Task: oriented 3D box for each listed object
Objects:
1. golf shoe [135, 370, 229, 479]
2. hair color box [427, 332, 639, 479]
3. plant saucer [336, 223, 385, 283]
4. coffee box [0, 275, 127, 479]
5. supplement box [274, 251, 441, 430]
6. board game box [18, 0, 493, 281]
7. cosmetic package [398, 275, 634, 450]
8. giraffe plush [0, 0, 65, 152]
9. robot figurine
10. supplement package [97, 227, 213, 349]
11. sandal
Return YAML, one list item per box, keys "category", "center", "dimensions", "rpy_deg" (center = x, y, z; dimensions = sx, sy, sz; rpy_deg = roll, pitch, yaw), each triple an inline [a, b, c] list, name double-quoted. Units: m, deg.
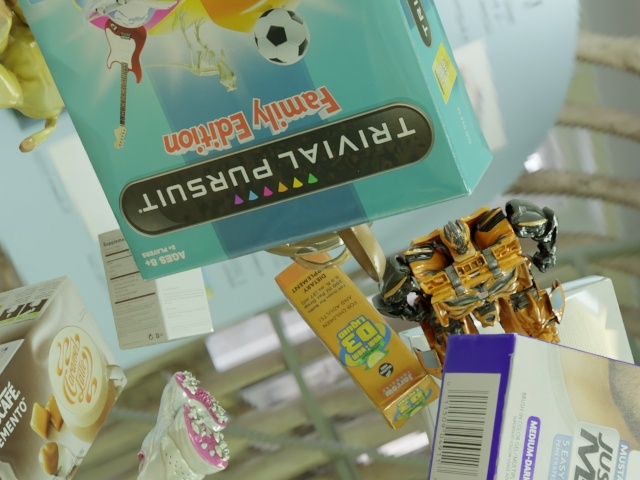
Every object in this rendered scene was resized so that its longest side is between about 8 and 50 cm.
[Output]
- category: "golf shoe"
  center: [-0.212, 0.283, 2.089]
  dimensions: [0.115, 0.140, 0.306]
  rpy_deg: [48, 5, -10]
- category: "hair color box"
  center: [0.266, 0.207, 1.332]
  dimensions: [0.110, 0.339, 0.185]
  rpy_deg: [-6, -108, 57]
- category: "plant saucer"
  center: [0.028, -0.004, 1.126]
  dimensions: [0.083, 0.015, 0.083]
  rpy_deg: [55, -7, 9]
- category: "coffee box"
  center: [-0.294, 0.164, 1.377]
  dimensions: [0.141, 0.098, 0.246]
  rpy_deg: [65, 26, -24]
- category: "supplement box"
  center: [0.044, 0.115, 1.737]
  dimensions: [0.233, 0.078, 0.080]
  rpy_deg: [49, -5, 29]
- category: "board game box"
  center: [-0.064, -0.161, 0.953]
  dimensions: [0.336, 0.254, 0.079]
  rpy_deg: [68, 25, -16]
- category: "cosmetic package"
  center: [0.293, 0.265, 1.931]
  dimensions: [0.097, 0.285, 0.377]
  rpy_deg: [180, -106, -82]
- category: "giraffe plush"
  center: [-0.330, -0.217, 1.532]
  dimensions: [0.170, 0.181, 0.210]
  rpy_deg: [41, -9, 40]
- category: "robot figurine"
  center: [0.173, 0.064, 1.539]
  dimensions: [0.085, 0.211, 0.291]
  rpy_deg: [65, 2, 31]
- category: "supplement package"
  center: [-0.246, 0.064, 2.148]
  dimensions: [0.105, 0.105, 0.179]
  rpy_deg: [-6, 83, -52]
- category: "sandal"
  center: [0.000, 0.000, 1.249]
  dimensions: [0.180, 0.072, 0.049]
  rpy_deg: [-22, 122, -69]
